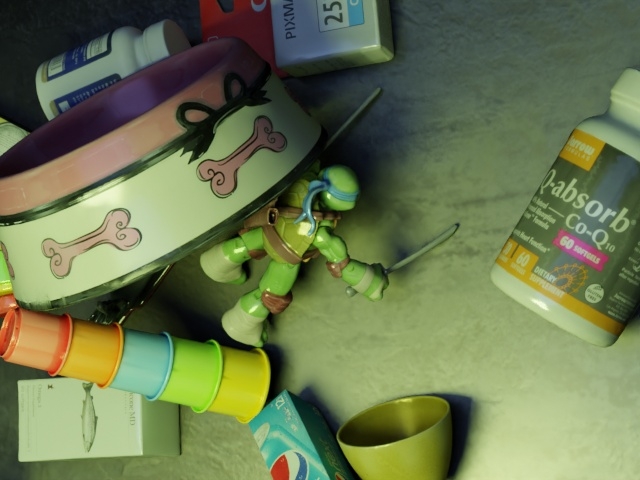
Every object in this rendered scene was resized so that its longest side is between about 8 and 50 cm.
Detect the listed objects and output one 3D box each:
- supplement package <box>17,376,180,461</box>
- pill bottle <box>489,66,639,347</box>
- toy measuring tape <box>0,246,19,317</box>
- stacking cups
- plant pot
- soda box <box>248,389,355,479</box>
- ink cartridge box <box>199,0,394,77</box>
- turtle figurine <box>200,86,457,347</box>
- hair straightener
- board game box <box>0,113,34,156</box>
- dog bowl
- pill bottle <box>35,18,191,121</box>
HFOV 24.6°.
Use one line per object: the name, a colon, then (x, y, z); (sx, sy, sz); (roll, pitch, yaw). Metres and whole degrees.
supplement package: (-0.277, 0.223, 1.842); (0.179, 0.105, 0.105); (-6, 79, 21)
pill bottle: (0.317, -0.037, 1.598); (0.162, 0.162, 0.278); (32, 96, 23)
toy measuring tape: (-0.460, 0.057, 1.936); (0.330, 0.121, 0.121); (-14, 78, 21)
stacking cups: (-0.215, 0.141, 1.718); (0.096, 0.316, 0.096); (-35, 47, 50)
plant pot: (0.095, 0.249, 1.682); (0.134, 0.134, 0.095); (-11, 104, 21)
soda box: (-0.008, 0.274, 1.697); (0.067, 0.071, 0.210); (-43, 43, 12)
ink cartridge box: (-0.050, -0.352, 1.845); (0.261, 0.066, 0.296); (-9, 80, 20)
turtle figurine: (0.000, 0.000, 1.760); (0.198, 0.275, 0.266); (49, 124, -2)
hair straightener: (-0.273, 0.085, 1.867); (0.047, 0.089, 0.230); (45, 101, 19)
board game box: (-0.505, -0.115, 2.015); (0.243, 0.042, 0.165); (27, 94, 23)
dog bowl: (-0.205, -0.090, 1.682); (0.408, 0.408, 0.150); (-22, 107, 19)
pill bottle: (-0.260, -0.211, 1.888); (0.187, 0.112, 0.112); (-20, 76, 19)
